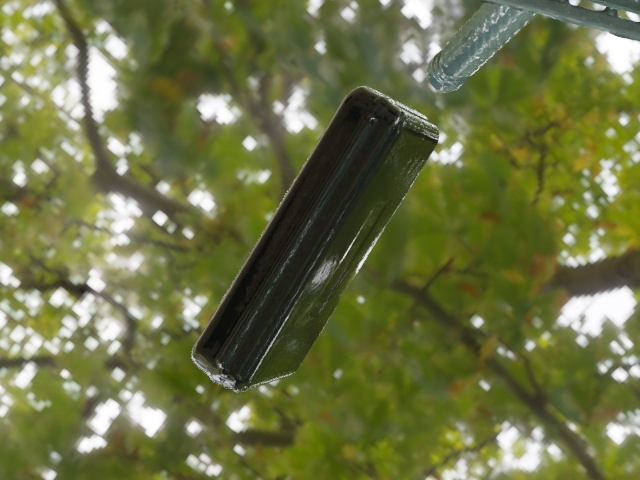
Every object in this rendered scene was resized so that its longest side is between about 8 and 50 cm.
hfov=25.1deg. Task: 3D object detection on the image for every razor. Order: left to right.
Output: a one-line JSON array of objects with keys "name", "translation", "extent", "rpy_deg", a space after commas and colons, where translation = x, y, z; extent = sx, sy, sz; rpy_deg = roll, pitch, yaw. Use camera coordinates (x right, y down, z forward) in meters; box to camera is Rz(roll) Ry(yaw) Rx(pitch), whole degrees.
[{"name": "razor", "translation": [0.100, -0.119, 0.779], "extent": [0.232, 0.106, 0.068], "rpy_deg": [135, -32, -76]}]

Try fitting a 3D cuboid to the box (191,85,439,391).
[{"name": "box", "translation": [0.000, 0.000, 1.033], "extent": [0.230, 0.050, 0.160], "rpy_deg": [-59, 167, 7]}]
